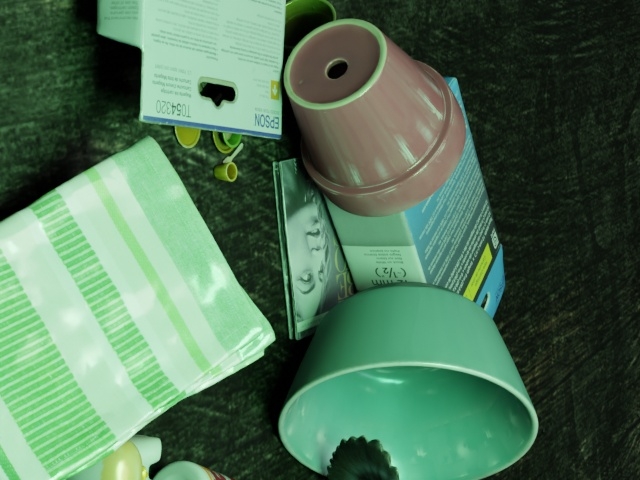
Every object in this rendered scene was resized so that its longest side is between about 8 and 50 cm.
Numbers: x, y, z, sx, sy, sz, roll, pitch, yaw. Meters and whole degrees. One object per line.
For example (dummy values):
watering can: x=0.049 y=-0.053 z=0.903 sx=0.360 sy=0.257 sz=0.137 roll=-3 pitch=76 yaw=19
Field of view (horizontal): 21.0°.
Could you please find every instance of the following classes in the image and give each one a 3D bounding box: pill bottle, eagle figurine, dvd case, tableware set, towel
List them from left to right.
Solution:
towel: x=-0.221 y=0.075 z=1.638 sx=0.325 sy=0.038 sz=0.247 roll=-33 pitch=94 yaw=-32
tableware set: x=-0.127 y=-0.135 z=1.950 sx=0.104 sy=0.024 sz=0.154 roll=-56 pitch=135 yaw=-41
pill bottle: x=-0.119 y=0.300 z=1.906 sx=0.152 sy=0.086 sz=0.086 roll=33 pitch=62 yaw=-54
dvd case: x=0.000 y=0.000 z=2.159 sx=0.164 sy=0.018 sz=0.221 roll=-18 pitch=105 yaw=-57
eagle figurine: x=0.112 y=0.389 z=2.115 sx=0.226 sy=0.225 sz=0.298 roll=7 pitch=100 yaw=-50

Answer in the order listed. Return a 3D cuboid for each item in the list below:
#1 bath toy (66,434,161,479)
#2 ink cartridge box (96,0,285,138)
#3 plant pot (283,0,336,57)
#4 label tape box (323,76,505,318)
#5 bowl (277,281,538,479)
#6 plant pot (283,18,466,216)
bath toy: x=-0.217 y=0.153 z=1.724 sx=0.129 sy=0.151 sz=0.348 roll=7 pitch=84 yaw=-17
ink cartridge box: x=-0.133 y=-0.282 z=1.867 sx=0.324 sy=0.071 sz=0.330 roll=2 pitch=92 yaw=-65
plant pot: x=-0.013 y=-0.238 z=2.092 sx=0.079 sy=0.083 sz=0.083 roll=68 pitch=36 yaw=-52
label tape box: x=0.134 y=-0.005 z=2.275 sx=0.249 sy=0.115 sz=0.347 roll=-60 pitch=142 yaw=-45
bowl: x=0.105 y=0.163 z=2.106 sx=0.311 sy=0.312 sz=0.163 roll=48 pitch=34 yaw=-47
plant pot: x=0.051 y=-0.158 z=2.031 sx=0.180 sy=0.201 sz=0.201 roll=53 pitch=47 yaw=-50
